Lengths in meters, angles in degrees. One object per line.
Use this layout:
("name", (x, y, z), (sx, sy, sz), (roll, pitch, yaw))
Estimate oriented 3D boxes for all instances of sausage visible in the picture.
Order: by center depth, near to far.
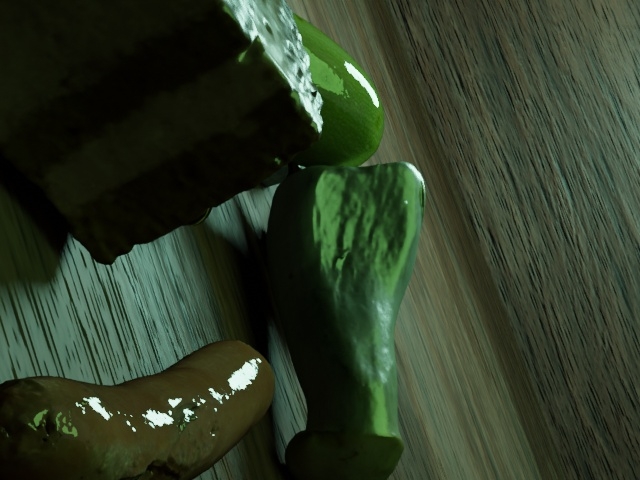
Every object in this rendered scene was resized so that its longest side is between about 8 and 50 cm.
("sausage", (-0.107, 0.113, 0.676), (0.326, 0.079, 0.087), (2, 78, -73))

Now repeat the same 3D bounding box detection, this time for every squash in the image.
("squash", (-0.030, -0.150, 1.073), (0.247, 0.132, 0.132), (26, 39, -35))

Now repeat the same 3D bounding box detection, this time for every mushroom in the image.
("mushroom", (0.029, 0.073, 1.041), (0.122, 0.159, 0.329), (55, 28, -57))

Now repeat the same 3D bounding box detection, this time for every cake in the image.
("cake", (-0.150, -0.161, 0.711), (0.293, 0.196, 0.199), (51, 20, -37))

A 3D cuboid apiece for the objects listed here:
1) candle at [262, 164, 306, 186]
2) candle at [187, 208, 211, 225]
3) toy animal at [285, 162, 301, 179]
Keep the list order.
("candle", (-0.071, -0.159, 1.232), (0.192, 0.068, 0.169), (49, 28, -56))
("candle", (-0.110, -0.057, 0.972), (0.131, 0.052, 0.052), (-81, 147, -67))
("toy animal", (0.000, 0.000, 1.175), (0.188, 0.179, 0.089), (48, -19, -2))
